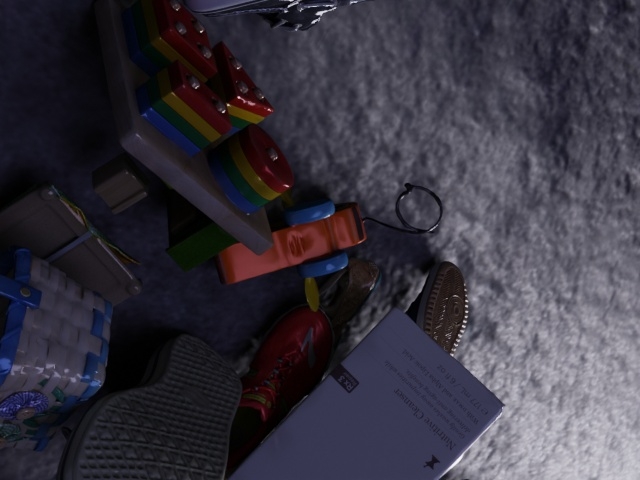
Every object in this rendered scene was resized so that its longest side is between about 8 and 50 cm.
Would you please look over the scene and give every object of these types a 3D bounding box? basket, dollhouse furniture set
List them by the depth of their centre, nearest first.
[{"bbox_3d":[-0.399,0.115,1.517,0.288,0.201,0.255,24,134,-22],"label":"basket"},{"bbox_3d":[-0.273,-0.035,1.650,0.301,0.151,0.197,-30,121,13],"label":"dollhouse furniture set"}]

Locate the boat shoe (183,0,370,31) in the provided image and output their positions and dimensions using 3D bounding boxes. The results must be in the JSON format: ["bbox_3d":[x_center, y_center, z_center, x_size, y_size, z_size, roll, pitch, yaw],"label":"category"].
[{"bbox_3d":[-0.037,-0.308,1.655,0.301,0.108,0.102,-23,125,-34],"label":"boat shoe"}]

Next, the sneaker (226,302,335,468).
[{"bbox_3d":[-0.073,0.216,1.879,0.107,0.118,0.279,34,91,0],"label":"sneaker"}]

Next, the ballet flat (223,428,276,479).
[{"bbox_3d":[-0.048,0.315,2.005,0.232,0.080,0.073,-11,109,-33],"label":"ballet flat"}]

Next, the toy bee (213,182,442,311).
[{"bbox_3d":[0.000,0.000,1.828,0.298,0.162,0.195,6,96,-6],"label":"toy bee"}]

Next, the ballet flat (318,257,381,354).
[{"bbox_3d":[0.011,0.113,1.955,0.067,0.073,0.206,29,93,-16],"label":"ballet flat"}]

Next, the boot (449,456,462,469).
[{"bbox_3d":[0.152,0.375,2.200,0.190,0.069,0.086,-45,126,-19],"label":"boot"}]

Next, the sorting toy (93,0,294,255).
[{"bbox_3d":[-0.134,-0.152,1.549,0.089,0.257,0.255,-33,135,16],"label":"sorting toy"}]

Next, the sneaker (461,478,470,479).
[{"bbox_3d":[0.245,0.488,2.329,0.076,0.065,0.167,-20,126,-32],"label":"sneaker"}]

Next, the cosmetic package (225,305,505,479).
[{"bbox_3d":[0.047,0.301,1.866,0.385,0.217,0.156,-47,174,-4],"label":"cosmetic package"}]

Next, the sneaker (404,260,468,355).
[{"bbox_3d":[0.130,0.167,2.054,0.099,0.153,0.282,31,64,-40],"label":"sneaker"}]

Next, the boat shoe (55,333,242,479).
[{"bbox_3d":[-0.219,0.261,1.635,0.187,0.500,0.156,44,104,-5],"label":"boat shoe"}]
